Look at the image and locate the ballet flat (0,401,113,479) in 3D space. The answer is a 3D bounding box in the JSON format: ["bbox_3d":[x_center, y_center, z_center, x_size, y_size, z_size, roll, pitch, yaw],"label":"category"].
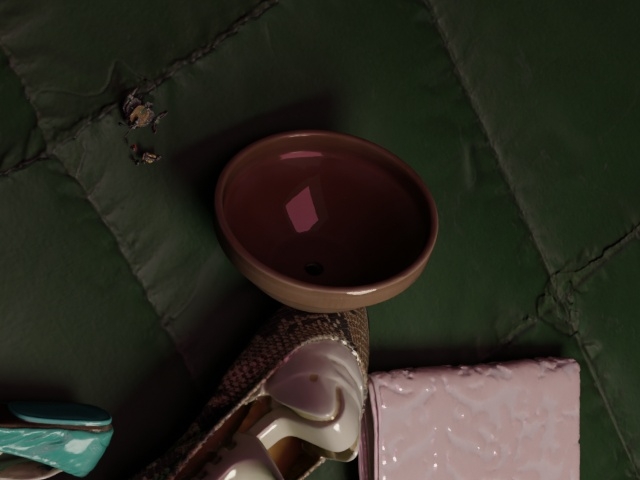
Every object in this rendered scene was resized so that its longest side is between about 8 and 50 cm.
[{"bbox_3d":[-0.320,0.190,1.398,0.247,0.083,0.087,15,98,-30],"label":"ballet flat"}]

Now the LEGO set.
[{"bbox_3d":[-0.189,-0.120,1.503,0.054,0.023,0.083,2,104,-31],"label":"LEGO set"}]

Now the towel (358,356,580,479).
[{"bbox_3d":[0.182,0.303,1.733,0.331,0.053,0.317,-1,92,-37],"label":"towel"}]

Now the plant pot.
[{"bbox_3d":[0.000,0.000,1.543,0.237,0.237,0.110,-24,145,-30],"label":"plant pot"}]

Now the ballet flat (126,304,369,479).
[{"bbox_3d":[-0.069,0.232,1.497,0.483,0.182,0.164,-45,117,-23],"label":"ballet flat"}]
